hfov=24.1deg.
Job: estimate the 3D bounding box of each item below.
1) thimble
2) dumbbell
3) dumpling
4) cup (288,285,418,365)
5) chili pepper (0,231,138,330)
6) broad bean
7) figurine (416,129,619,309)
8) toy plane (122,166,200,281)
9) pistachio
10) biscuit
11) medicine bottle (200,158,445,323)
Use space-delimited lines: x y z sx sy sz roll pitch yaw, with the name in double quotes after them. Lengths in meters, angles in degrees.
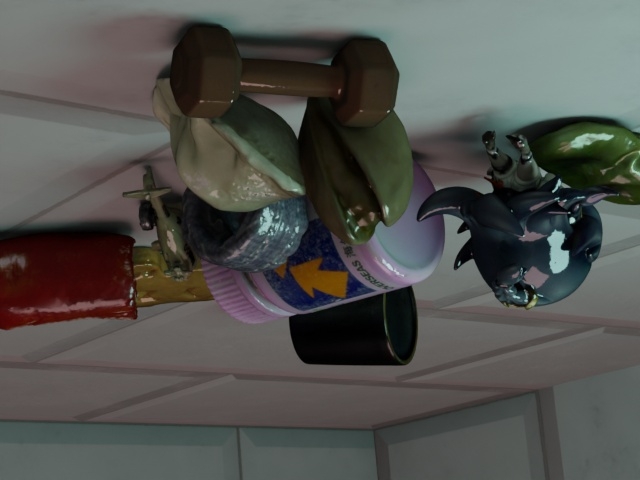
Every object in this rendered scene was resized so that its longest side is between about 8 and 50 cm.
-0.094 -0.034 1.854 0.150 0.150 0.097 -18 158 40 "thimble"
-0.036 -0.163 1.506 0.230 0.092 0.082 2 134 -23 "dumbbell"
-0.104 -0.105 1.576 0.126 0.216 0.166 -37 126 11 "dumpling"
0.069 0.142 2.544 0.177 0.166 0.239 -7 164 22 "cup"
-0.427 0.059 2.114 0.338 0.135 0.131 -4 -178 -2 "chili pepper"
0.347 -0.105 1.908 0.206 0.072 0.153 19 151 -29 "broad bean"
0.252 -0.020 1.872 0.265 0.197 0.175 22 -167 -48 "figurine"
-0.200 -0.021 1.975 0.092 0.108 0.286 -5 153 4 "toy plane"
0.034 -0.082 1.605 0.135 0.226 0.136 -4 127 -5 "pistachio"
-0.255 0.066 2.365 0.354 0.052 0.275 -2 165 -9 "biscuit"
0.000 0.000 1.948 0.290 0.178 0.178 -18 161 39 "medicine bottle"
